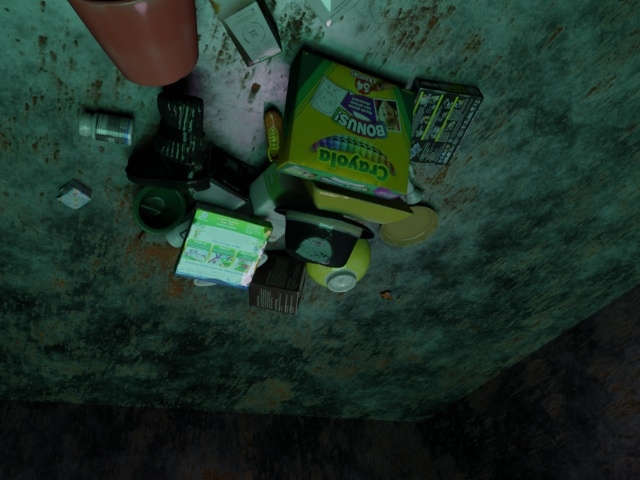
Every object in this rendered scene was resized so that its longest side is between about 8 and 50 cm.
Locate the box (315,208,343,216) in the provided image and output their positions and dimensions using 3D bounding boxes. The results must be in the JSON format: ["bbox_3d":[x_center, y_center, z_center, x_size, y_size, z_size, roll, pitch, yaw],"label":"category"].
[{"bbox_3d":[0.015,-0.082,1.728,0.126,0.137,0.072,-25,139,18],"label":"box"}]

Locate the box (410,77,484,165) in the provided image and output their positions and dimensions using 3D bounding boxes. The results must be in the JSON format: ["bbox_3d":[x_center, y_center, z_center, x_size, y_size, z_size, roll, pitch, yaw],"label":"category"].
[{"bbox_3d":[0.355,-0.366,1.521,0.216,0.060,0.270,3,138,-14],"label":"box"}]

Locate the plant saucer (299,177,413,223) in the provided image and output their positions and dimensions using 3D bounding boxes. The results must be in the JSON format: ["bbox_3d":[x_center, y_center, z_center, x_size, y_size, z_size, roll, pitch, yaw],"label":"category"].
[{"bbox_3d":[0.076,-0.159,1.491,0.332,0.333,0.081,12,117,-24],"label":"plant saucer"}]

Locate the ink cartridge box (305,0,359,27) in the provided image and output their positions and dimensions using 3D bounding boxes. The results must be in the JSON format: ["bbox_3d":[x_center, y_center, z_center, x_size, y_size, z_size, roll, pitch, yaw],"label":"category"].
[{"bbox_3d":[-0.045,-0.634,0.993,0.131,0.226,0.306,-33,134,24],"label":"ink cartridge box"}]

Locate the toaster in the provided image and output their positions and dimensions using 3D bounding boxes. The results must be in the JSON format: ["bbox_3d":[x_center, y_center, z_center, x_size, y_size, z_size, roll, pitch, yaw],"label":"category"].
[{"bbox_3d":[-0.306,-0.187,1.519,0.110,0.168,0.185,-35,133,31],"label":"toaster"}]

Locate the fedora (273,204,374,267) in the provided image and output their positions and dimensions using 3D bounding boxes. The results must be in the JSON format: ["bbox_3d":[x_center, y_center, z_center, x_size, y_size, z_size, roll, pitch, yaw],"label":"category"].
[{"bbox_3d":[0.000,0.000,1.499,0.333,0.153,0.334,13,176,1],"label":"fedora"}]

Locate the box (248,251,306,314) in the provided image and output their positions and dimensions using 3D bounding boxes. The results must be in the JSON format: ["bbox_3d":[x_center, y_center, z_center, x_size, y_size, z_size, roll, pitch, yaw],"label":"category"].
[{"bbox_3d":[-0.171,0.171,1.929,0.203,0.169,0.167,11,140,3],"label":"box"}]

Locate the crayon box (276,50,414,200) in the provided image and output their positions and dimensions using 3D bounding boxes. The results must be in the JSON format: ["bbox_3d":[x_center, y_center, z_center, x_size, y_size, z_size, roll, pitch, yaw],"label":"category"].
[{"bbox_3d":[0.079,-0.306,1.334,0.362,0.313,0.106,11,166,-24],"label":"crayon box"}]

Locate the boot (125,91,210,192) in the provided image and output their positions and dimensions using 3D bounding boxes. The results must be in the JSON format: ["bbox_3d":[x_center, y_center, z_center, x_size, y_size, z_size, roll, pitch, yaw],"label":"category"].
[{"bbox_3d":[-0.447,-0.290,1.378,0.347,0.131,0.260,12,117,32],"label":"boot"}]

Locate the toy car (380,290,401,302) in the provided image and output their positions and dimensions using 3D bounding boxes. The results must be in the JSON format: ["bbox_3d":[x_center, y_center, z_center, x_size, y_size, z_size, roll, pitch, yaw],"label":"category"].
[{"bbox_3d":[0.338,0.265,2.299,0.122,0.060,0.041,16,92,-50],"label":"toy car"}]

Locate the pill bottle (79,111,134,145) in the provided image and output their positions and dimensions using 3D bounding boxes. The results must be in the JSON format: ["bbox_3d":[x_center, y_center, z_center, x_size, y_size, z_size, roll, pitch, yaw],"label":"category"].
[{"bbox_3d":[-0.605,-0.319,1.368,0.137,0.078,0.078,7,138,-18],"label":"pill bottle"}]

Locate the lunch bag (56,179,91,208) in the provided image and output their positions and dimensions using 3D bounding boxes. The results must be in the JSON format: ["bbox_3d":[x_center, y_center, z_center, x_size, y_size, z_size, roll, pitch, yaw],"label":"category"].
[{"bbox_3d":[-0.799,-0.145,1.556,0.083,0.053,0.071,-32,138,11],"label":"lunch bag"}]

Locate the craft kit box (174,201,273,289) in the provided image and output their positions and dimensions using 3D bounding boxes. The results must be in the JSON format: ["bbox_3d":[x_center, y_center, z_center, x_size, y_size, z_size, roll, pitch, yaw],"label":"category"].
[{"bbox_3d":[-0.310,0.023,1.533,0.249,0.061,0.247,16,117,-24],"label":"craft kit box"}]

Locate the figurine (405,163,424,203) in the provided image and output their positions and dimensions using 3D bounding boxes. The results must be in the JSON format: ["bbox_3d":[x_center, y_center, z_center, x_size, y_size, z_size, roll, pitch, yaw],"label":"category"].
[{"bbox_3d":[0.259,-0.165,1.731,0.214,0.092,0.209,-24,146,16],"label":"figurine"}]

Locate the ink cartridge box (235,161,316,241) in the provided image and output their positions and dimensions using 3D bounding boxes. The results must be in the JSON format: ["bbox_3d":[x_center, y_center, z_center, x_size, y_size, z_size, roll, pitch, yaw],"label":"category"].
[{"bbox_3d":[-0.155,-0.121,1.622,0.198,0.115,0.273,12,141,-46],"label":"ink cartridge box"}]

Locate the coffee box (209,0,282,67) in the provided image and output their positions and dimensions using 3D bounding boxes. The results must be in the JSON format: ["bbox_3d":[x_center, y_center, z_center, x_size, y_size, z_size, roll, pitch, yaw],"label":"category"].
[{"bbox_3d":[-0.189,-0.555,1.122,0.098,0.141,0.246,-20,139,12],"label":"coffee box"}]

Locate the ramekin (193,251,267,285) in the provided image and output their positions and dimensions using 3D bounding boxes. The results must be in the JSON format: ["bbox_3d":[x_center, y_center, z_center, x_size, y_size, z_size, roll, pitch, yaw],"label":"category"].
[{"bbox_3d":[-0.343,0.050,1.742,0.277,0.135,0.277,-22,167,-5],"label":"ramekin"}]

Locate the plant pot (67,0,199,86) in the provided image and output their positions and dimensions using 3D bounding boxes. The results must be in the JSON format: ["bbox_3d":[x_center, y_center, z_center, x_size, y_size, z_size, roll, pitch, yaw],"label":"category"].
[{"bbox_3d":[-0.395,-0.502,1.072,0.274,0.275,0.243,-8,151,-2],"label":"plant pot"}]

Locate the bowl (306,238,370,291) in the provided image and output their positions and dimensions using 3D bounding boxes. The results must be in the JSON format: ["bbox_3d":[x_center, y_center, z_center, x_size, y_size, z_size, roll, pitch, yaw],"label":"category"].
[{"bbox_3d":[0.075,0.115,1.961,0.289,0.156,0.289,-5,141,-4],"label":"bowl"}]

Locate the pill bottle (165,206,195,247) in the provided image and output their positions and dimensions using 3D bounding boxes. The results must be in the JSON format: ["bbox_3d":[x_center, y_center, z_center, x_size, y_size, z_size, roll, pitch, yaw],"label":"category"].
[{"bbox_3d":[-0.453,-0.050,1.695,0.180,0.108,0.108,-27,137,20],"label":"pill bottle"}]

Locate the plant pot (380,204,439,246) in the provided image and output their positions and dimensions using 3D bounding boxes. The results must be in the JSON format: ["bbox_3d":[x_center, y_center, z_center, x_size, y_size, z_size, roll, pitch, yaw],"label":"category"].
[{"bbox_3d":[0.349,-0.062,1.902,0.236,0.032,0.236,-5,141,-4],"label":"plant pot"}]

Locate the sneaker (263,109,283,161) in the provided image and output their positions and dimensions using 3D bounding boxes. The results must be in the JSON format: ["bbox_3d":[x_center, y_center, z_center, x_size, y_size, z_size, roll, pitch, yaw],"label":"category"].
[{"bbox_3d":[-0.138,-0.317,1.473,0.064,0.067,0.175,-5,139,-2],"label":"sneaker"}]

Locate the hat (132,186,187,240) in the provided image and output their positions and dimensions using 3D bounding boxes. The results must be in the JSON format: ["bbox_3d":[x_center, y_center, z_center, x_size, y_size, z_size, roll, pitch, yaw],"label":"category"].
[{"bbox_3d":[-0.582,-0.113,1.659,0.208,0.183,0.173,-47,120,-16],"label":"hat"}]
